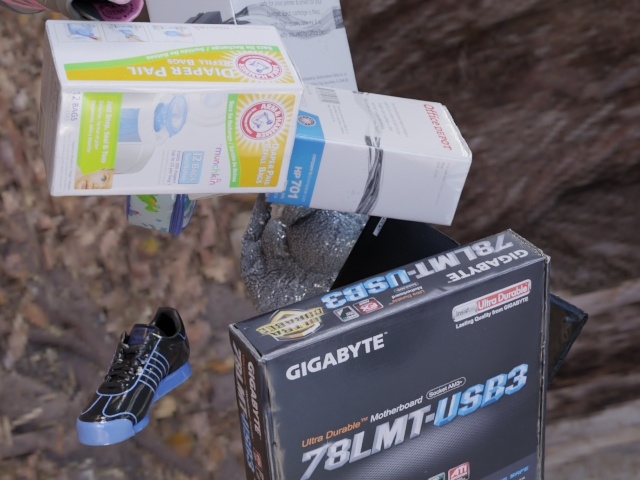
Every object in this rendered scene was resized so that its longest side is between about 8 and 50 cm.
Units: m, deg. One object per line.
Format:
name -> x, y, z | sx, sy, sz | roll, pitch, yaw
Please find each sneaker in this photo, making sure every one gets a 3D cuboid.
sneaker -> -0.224, -0.231, 1.193 | 0.131, 0.112, 0.319 | 44, -7, -8
sneaker -> -0.225, 0.158, 1.588 | 0.232, 0.081, 0.090 | -48, 135, -62

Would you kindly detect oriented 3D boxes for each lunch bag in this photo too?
lunch bag -> -0.183, -0.126, 1.710 | 0.176, 0.090, 0.219 | 116, -11, -65

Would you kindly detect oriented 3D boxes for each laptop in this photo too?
laptop -> 0.137, 0.116, 1.592 | 0.234, 0.264, 0.136 | -62, -175, 6

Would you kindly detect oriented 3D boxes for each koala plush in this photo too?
koala plush -> 0.000, 0.000, 1.761 | 0.203, 0.196, 0.221 | -64, -169, -24

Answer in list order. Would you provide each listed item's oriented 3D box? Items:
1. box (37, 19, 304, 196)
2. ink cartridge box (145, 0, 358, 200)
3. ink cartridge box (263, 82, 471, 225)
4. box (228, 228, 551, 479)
box -> -0.128, -0.112, 1.127 | 0.103, 0.203, 0.114 | -113, -151, -47
ink cartridge box -> -0.074, -0.218, 1.550 | 0.223, 0.129, 0.307 | -17, 97, -55
ink cartridge box -> 0.037, -0.090, 1.326 | 0.139, 0.191, 0.082 | -106, -152, -60
box -> 0.072, 0.166, 1.221 | 0.073, 0.296, 0.293 | 42, -38, 49
